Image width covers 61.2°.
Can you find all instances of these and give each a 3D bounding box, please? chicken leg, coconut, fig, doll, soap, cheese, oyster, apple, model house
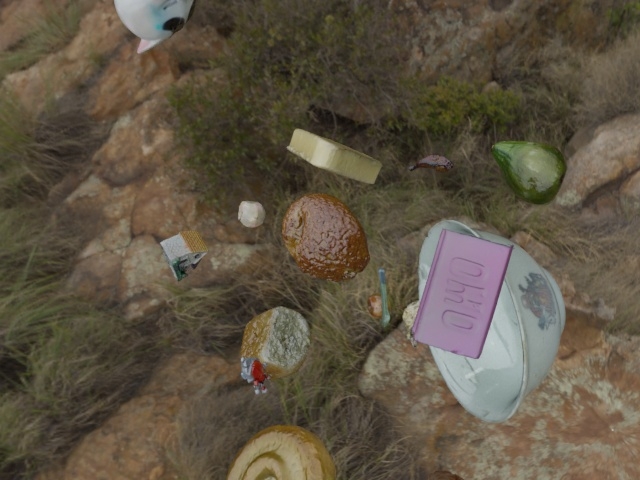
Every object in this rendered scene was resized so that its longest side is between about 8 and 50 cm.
[{"bbox_3d":[0.345,-0.238,1.697,0.145,0.062,0.037,8,47,24],"label":"chicken leg"},{"bbox_3d":[-0.274,-0.104,2.152,0.110,0.110,0.124,-55,28,1],"label":"coconut"},{"bbox_3d":[0.415,-0.147,1.098,0.156,0.123,0.123,26,86,12],"label":"fig"},{"bbox_3d":[-0.209,-0.322,0.634,0.107,0.180,0.110,16,57,31],"label":"doll"},{"bbox_3d":[-0.125,0.243,1.010,0.039,0.114,0.057,25,66,38],"label":"doll"},{"bbox_3d":[0.242,0.089,0.932,0.122,0.065,0.203,15,93,5],"label":"soap"},{"bbox_3d":[0.021,-0.342,2.112,0.384,0.384,0.104,29,103,33],"label":"cheese"},{"bbox_3d":[0.281,0.232,1.547,0.133,0.209,0.072,-45,60,4],"label":"oyster"},{"bbox_3d":[0.187,0.205,1.709,0.071,0.084,0.083,-9,65,-9],"label":"apple"},{"bbox_3d":[-0.335,0.039,1.368,0.100,0.100,0.087,-26,53,-20],"label":"model house"}]

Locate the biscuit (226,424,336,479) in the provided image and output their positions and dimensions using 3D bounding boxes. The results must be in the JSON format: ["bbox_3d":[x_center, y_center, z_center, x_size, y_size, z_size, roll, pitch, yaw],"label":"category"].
[{"bbox_3d":[-0.079,0.494,1.129,0.274,0.091,0.213,19,72,51],"label":"biscuit"}]

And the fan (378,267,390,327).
[{"bbox_3d":[0.151,0.133,1.307,0.016,0.038,0.193,13,36,-7],"label":"fan"}]

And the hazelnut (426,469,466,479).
[{"bbox_3d":[0.351,0.738,1.501,0.182,0.182,0.182,-10,69,25],"label":"hazelnut"}]

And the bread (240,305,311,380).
[{"bbox_3d":[-0.125,0.322,1.658,0.246,0.176,0.195,-34,41,53],"label":"bread"}]

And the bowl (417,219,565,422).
[{"bbox_3d":[0.391,0.153,1.177,0.196,0.434,0.434,-10,63,-14],"label":"bowl"}]

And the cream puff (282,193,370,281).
[{"bbox_3d":[0.000,0.000,1.674,0.212,0.303,0.303,-32,56,-19],"label":"cream puff"}]
